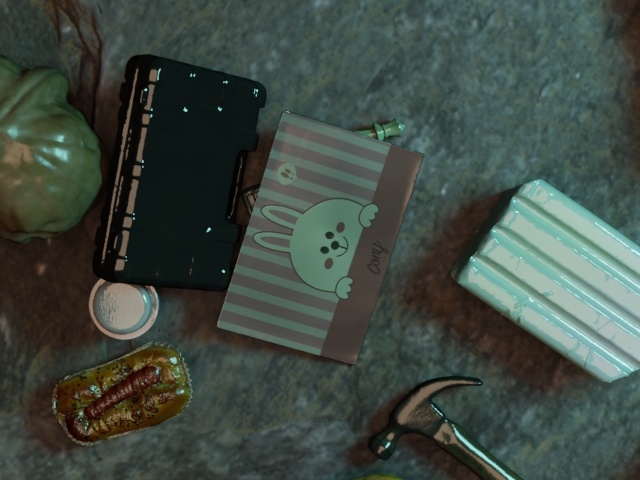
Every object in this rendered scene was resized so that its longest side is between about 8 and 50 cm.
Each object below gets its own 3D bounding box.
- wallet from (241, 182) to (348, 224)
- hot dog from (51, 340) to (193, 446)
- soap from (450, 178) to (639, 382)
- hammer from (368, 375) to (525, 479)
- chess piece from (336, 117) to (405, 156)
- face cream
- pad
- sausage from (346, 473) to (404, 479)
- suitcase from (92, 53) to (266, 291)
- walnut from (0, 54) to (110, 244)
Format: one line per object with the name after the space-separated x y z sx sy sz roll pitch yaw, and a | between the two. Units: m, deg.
-0.032 -0.047 1.779 0.129 0.026 0.088 -20 91 3 | wallet
-0.261 0.206 1.785 0.191 0.059 0.108 -21 88 4 | hot dog
0.334 0.059 1.741 0.289 0.095 0.173 34 92 -1 | soap
0.277 0.351 1.784 0.440 0.044 0.168 41 95 -1 | hammer
0.067 -0.139 1.769 0.093 0.042 0.042 -15 92 -5 | chess piece
-0.254 0.082 1.757 0.091 0.095 0.091 0 92 2 | face cream
0.000 0.000 1.758 0.202 0.005 0.300 17 97 -13 | pad
-0.022 0.413 1.759 0.354 0.116 0.134 -24 77 0 | sausage
-0.178 -0.080 1.706 0.066 0.206 0.285 13 93 43 | suitcase
-0.394 -0.112 1.668 0.227 0.273 0.273 -29 92 -3 | walnut
